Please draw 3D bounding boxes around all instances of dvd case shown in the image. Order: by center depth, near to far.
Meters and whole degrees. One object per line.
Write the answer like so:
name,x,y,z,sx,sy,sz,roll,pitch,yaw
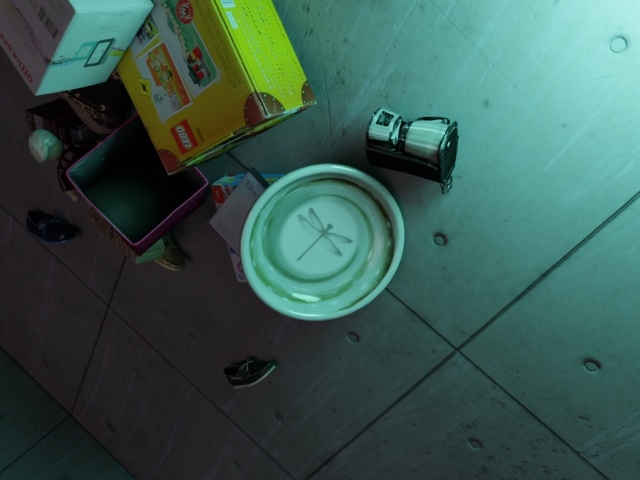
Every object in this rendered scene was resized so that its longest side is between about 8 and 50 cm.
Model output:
dvd case,-0.178,-0.051,1.533,0.180,0.022,0.253,47,132,1

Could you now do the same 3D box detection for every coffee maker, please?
coffee maker,0.192,-0.187,1.254,0.178,0.120,0.171,18,126,25

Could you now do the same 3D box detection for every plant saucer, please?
plant saucer,0.000,0.000,1.420,0.399,0.100,0.401,-5,112,-11

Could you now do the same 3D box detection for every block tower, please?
block tower,-0.616,-0.043,1.836,0.335,0.097,0.091,30,123,38

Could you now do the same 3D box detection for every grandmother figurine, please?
grandmother figurine,-0.679,-0.209,1.706,0.342,0.208,0.104,30,-179,-31

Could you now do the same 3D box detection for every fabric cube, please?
fabric cube,-0.484,-0.140,1.578,0.254,0.259,0.258,48,164,-4

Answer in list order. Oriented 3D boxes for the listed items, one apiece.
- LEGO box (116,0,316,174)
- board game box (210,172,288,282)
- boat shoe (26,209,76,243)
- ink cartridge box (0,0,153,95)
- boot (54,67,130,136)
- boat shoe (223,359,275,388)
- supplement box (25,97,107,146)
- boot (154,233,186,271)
LEGO box,-0.290,-0.456,1.340,0.372,0.193,0.501,-18,100,40
board game box,-0.122,-0.024,1.585,0.301,0.086,0.309,4,118,33
boat shoe,-1.007,-0.053,2.153,0.258,0.109,0.089,11,119,26
ink cartridge box,-0.537,-0.480,1.247,0.270,0.197,0.198,-34,90,41
boot,-0.658,-0.502,1.624,0.377,0.138,0.284,49,133,-5
boat shoe,-0.239,0.434,1.940,0.233,0.084,0.079,-25,102,44
supplement box,-0.761,-0.355,1.788,0.239,0.130,0.073,23,128,22
boot,-0.492,-0.017,1.842,0.213,0.077,0.165,43,132,15
